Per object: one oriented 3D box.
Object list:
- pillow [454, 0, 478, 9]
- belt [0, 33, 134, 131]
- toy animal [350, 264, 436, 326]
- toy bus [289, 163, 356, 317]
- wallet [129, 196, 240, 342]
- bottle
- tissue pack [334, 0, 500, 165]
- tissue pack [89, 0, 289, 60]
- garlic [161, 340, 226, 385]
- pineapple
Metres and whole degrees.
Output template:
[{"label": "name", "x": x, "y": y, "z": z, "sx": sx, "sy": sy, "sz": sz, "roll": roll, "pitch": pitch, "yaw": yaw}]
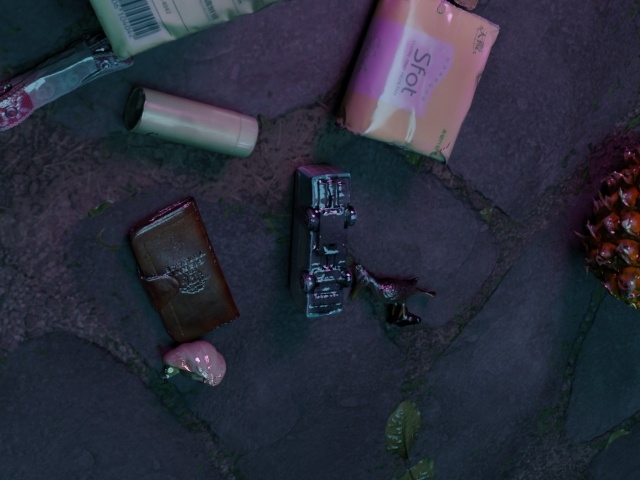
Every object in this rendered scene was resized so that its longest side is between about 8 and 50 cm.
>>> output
[{"label": "pillow", "x": 0.194, "y": -0.468, "z": 1.675, "sx": 0.211, "sy": 0.034, "sz": 0.135, "roll": 13, "pitch": 89, "yaw": -35}, {"label": "belt", "x": -0.382, "y": -0.232, "z": 1.464, "sx": 0.232, "sy": 0.071, "sz": 0.053, "roll": -29, "pitch": 132, "yaw": -11}, {"label": "toy animal", "x": 0.131, "y": 0.097, "z": 1.938, "sx": 0.202, "sy": 0.070, "sz": 0.105, "roll": 31, "pitch": 85, "yaw": -32}, {"label": "toy bus", "x": 0.000, "y": 0.000, "z": 1.773, "sx": 0.091, "sy": 0.109, "sz": 0.262, "roll": -6, "pitch": 115, "yaw": -25}, {"label": "wallet", "x": -0.231, "y": 0.060, "z": 1.718, "sx": 0.137, "sy": 0.031, "sz": 0.255, "roll": -28, "pitch": 125, "yaw": -15}, {"label": "bottle", "x": -0.199, "y": -0.182, "z": 1.588, "sx": 0.201, "sy": 0.072, "sz": 0.072, "roll": 11, "pitch": 108, "yaw": -33}, {"label": "tissue pack", "x": 0.159, "y": -0.279, "z": 1.714, "sx": 0.215, "sy": 0.123, "sz": 0.257, "roll": 15, "pitch": 98, "yaw": -33}, {"label": "tissue pack", "x": -0.204, "y": -0.465, "z": 1.320, "sx": 0.297, "sy": 0.207, "sz": 0.380, "roll": -16, "pitch": 124, "yaw": 6}, {"label": "garlic", "x": -0.216, "y": 0.211, "z": 1.771, "sx": 0.113, "sy": 0.094, "sz": 0.074, "roll": -1, "pitch": 99, "yaw": -35}, {"label": "pineapple", "x": 0.690, "y": -0.009, "z": 2.031, "sx": 0.352, "sy": 0.352, "sz": 0.300, "roll": 11, "pitch": 115, "yaw": -33}]
